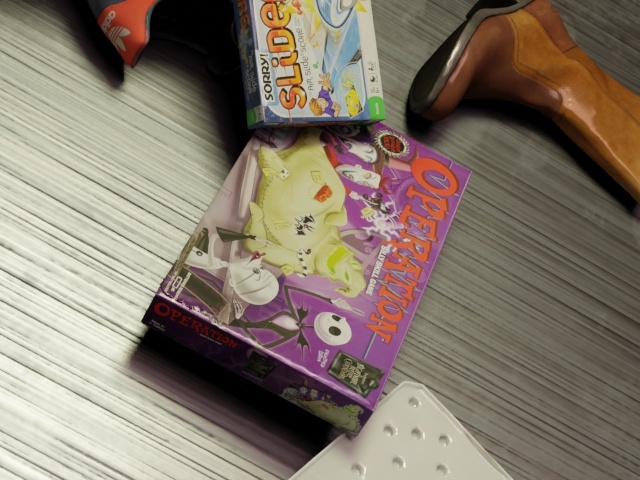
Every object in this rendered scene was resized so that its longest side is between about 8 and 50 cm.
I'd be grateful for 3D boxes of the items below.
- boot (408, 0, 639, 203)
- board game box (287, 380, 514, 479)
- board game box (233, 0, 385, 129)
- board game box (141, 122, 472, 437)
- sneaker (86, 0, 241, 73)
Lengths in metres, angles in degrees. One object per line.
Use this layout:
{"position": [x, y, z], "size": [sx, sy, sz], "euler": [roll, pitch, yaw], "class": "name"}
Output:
{"position": [0.247, -0.132, 1.613], "size": [0.280, 0.096, 0.264], "euler": [44, 40, -4], "class": "boot"}
{"position": [0.084, 0.353, 1.171], "size": [0.390, 0.050, 0.390], "euler": [47, 48, 9], "class": "board game box"}
{"position": [-0.015, -0.207, 1.409], "size": [0.136, 0.035, 0.201], "euler": [-5, 85, -31], "class": "board game box"}
{"position": [0.000, 0.000, 1.351], "size": [0.208, 0.056, 0.347], "euler": [31, 42, -4], "class": "board game box"}
{"position": [-0.062, -0.246, 1.475], "size": [0.350, 0.131, 0.148], "euler": [-15, 73, -23], "class": "sneaker"}
